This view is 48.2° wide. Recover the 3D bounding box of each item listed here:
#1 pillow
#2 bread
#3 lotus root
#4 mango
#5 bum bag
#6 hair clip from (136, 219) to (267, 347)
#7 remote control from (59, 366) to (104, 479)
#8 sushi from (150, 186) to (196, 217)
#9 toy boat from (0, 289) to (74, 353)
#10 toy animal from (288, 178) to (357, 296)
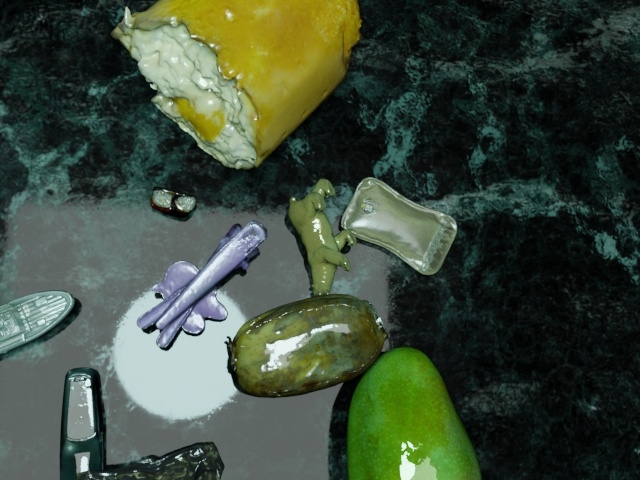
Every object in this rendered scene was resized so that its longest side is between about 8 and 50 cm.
[{"bbox_3d":[0.154,-0.030,1.387,0.217,0.033,0.130,29,80,-3],"label":"pillow"},{"bbox_3d":[-0.126,-0.378,1.303,0.361,0.250,0.394,44,74,1],"label":"bread"},{"bbox_3d":[-0.021,0.183,1.253,0.274,0.152,0.160,-16,84,-4],"label":"lotus root"},{"bbox_3d":[0.157,0.369,1.222,0.225,0.201,0.382,-7,67,12],"label":"mango"},{"bbox_3d":[-0.280,0.415,1.201,0.247,0.069,0.102,-8,103,-17],"label":"bum bag"},{"bbox_3d":[-0.200,0.076,1.286,0.278,0.090,0.137,-44,101,-7],"label":"hair clip"},{"bbox_3d":[-0.406,0.327,1.212,0.072,0.042,0.222,-2,78,-12],"label":"remote control"},{"bbox_3d":[-0.274,-0.069,1.328,0.083,0.044,0.046,14,98,-4],"label":"sushi"},{"bbox_3d":[-0.542,0.151,1.205,0.260,0.085,0.078,-24,82,-14],"label":"toy boat"},{"bbox_3d":[0.000,0.000,1.333,0.101,0.103,0.219,-26,84,22],"label":"toy animal"}]
